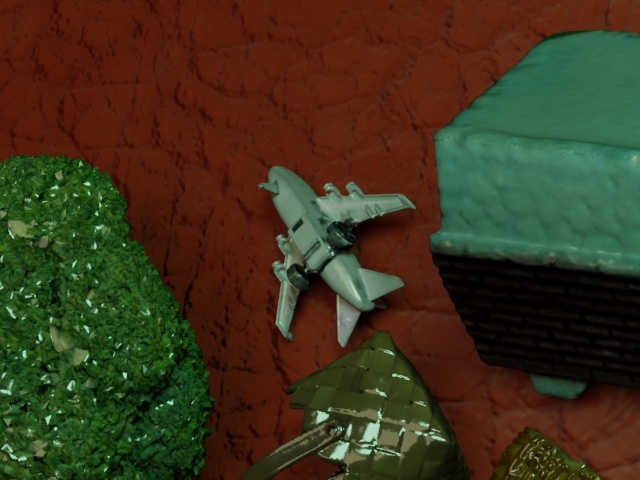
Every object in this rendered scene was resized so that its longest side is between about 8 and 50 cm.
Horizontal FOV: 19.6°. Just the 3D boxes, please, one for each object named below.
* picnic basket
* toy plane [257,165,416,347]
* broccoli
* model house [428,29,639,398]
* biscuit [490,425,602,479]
[{"bbox_3d":[0.014,0.172,1.451,0.178,0.128,0.138,-29,61,-2],"label":"picnic basket"},{"bbox_3d":[0.000,0.000,1.545,0.162,0.065,0.171,-47,66,21],"label":"toy plane"},{"bbox_3d":[-0.269,0.124,1.505,0.321,0.310,0.413,21,85,58],"label":"broccoli"},{"bbox_3d":[0.252,0.004,1.362,0.280,0.230,0.249,9,122,31],"label":"model house"},{"bbox_3d":[0.191,0.245,1.402,0.126,0.025,0.206,-49,61,8],"label":"biscuit"}]
